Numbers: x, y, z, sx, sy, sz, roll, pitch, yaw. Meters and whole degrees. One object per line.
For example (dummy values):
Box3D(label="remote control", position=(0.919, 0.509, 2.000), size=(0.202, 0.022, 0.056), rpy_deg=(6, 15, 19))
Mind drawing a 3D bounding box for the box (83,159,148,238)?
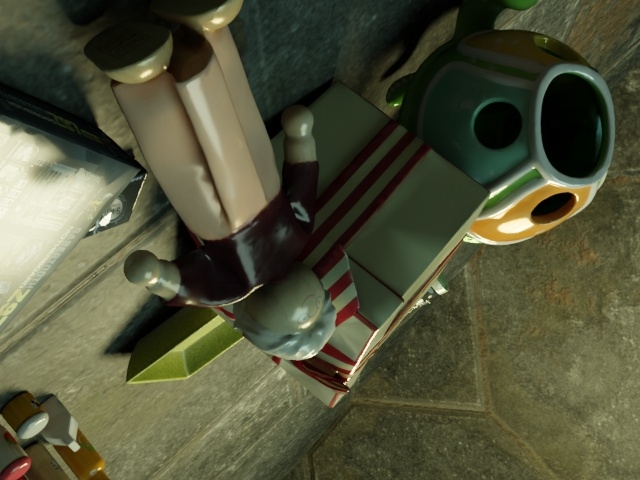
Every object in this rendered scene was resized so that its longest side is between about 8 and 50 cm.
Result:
Box3D(label="box", position=(-0.198, -0.033, 0.760), size=(0.083, 0.018, 0.067), rpy_deg=(-26, 155, -48))

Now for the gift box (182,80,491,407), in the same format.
Box3D(label="gift box", position=(0.000, 0.000, 0.944), size=(0.258, 0.255, 0.276), rpy_deg=(-46, 163, -29))

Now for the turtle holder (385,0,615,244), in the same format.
Box3D(label="turtle holder", position=(0.237, -0.154, 1.023), size=(0.227, 0.243, 0.320), rpy_deg=(-1, -117, 65))

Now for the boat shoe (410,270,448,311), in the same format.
Box3D(label="boat shoe", position=(0.076, -0.008, 1.146), size=(0.079, 0.233, 0.084), rpy_deg=(-33, -172, 22))

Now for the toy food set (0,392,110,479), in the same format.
Box3D(label="toy food set", position=(-0.325, 0.270, 1.029), size=(0.111, 0.104, 0.232), rpy_deg=(-39, 163, -20))

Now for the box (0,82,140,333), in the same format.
Box3D(label="box", position=(-0.260, 0.001, 0.618), size=(0.232, 0.059, 0.183), rpy_deg=(-48, 163, 7))

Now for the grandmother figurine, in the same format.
Box3D(label="grandmother figurine", position=(-0.068, -0.024, 0.696), size=(0.208, 0.104, 0.342), rpy_deg=(-36, 132, -15))

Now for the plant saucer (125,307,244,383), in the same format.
Box3D(label="plant saucer", position=(-0.155, 0.118, 1.141), size=(0.188, 0.045, 0.188), rpy_deg=(-36, 166, 9))
